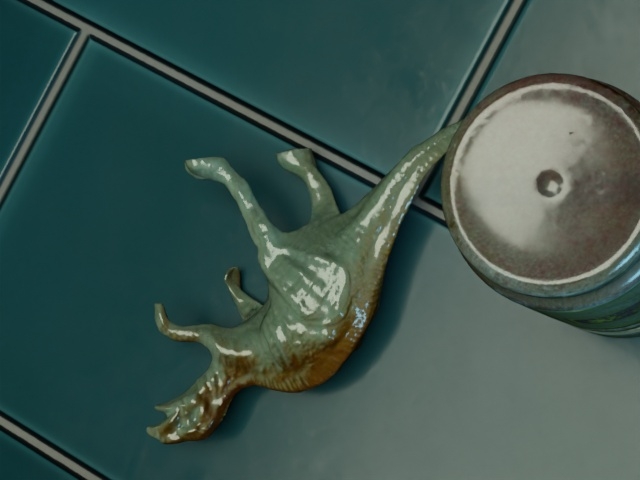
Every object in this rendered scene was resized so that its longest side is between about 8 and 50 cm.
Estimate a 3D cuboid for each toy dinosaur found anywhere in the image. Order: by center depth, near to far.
[{"bbox_3d":[0.000,0.000,1.378,0.393,0.092,0.205,-28,76,11],"label":"toy dinosaur"}]

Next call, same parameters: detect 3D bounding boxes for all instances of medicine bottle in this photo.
[{"bbox_3d":[0.187,-0.016,1.201,0.151,0.322,0.151,-2,83,18],"label":"medicine bottle"}]
